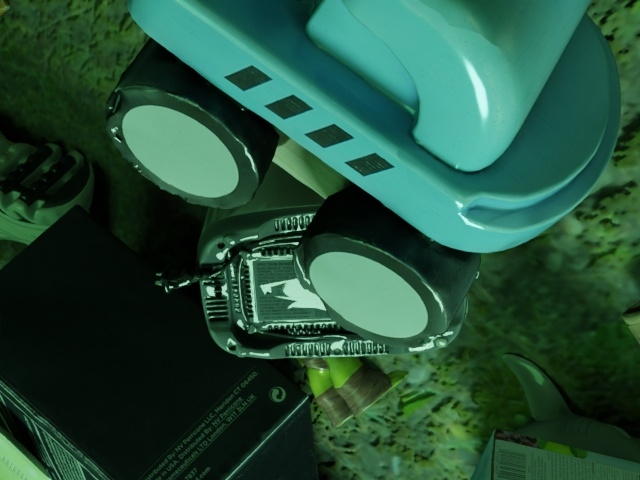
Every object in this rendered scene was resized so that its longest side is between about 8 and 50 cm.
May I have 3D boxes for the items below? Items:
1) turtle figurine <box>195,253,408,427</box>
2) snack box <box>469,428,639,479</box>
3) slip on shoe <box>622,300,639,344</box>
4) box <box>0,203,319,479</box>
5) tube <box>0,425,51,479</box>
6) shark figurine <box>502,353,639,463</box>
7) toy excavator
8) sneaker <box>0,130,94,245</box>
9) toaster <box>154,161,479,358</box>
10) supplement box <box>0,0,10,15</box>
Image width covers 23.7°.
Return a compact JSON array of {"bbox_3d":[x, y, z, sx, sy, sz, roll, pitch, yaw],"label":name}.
[{"bbox_3d":[-0.022,0.050,1.287,0.217,0.087,0.269,52,144,3],"label":"turtle figurine"},{"bbox_3d":[0.199,0.236,1.118,0.207,0.070,0.174,12,134,-4],"label":"snack box"},{"bbox_3d":[0.245,0.035,1.010,0.041,0.051,0.135,45,151,8],"label":"slip on shoe"},{"bbox_3d":[-0.163,0.170,1.414,0.294,0.183,0.296,37,158,20],"label":"box"},{"bbox_3d":[-0.287,0.222,1.419,0.240,0.070,0.062,115,157,-64],"label":"tube"},{"bbox_3d":[0.147,0.210,1.213,0.166,0.116,0.278,46,142,13],"label":"shark figurine"},{"bbox_3d":[0.024,-0.197,0.814,0.433,0.222,0.445,36,148,-6],"label":"toy excavator"},{"bbox_3d":[-0.342,-0.065,1.546,0.292,0.110,0.118,31,147,29],"label":"sneaker"},{"bbox_3d":[0.000,0.000,1.117,0.227,0.146,0.129,-3,122,3],"label":"toaster"},{"bbox_3d":[-0.397,-0.212,1.500,0.233,0.078,0.080,-15,104,52],"label":"supplement box"}]
